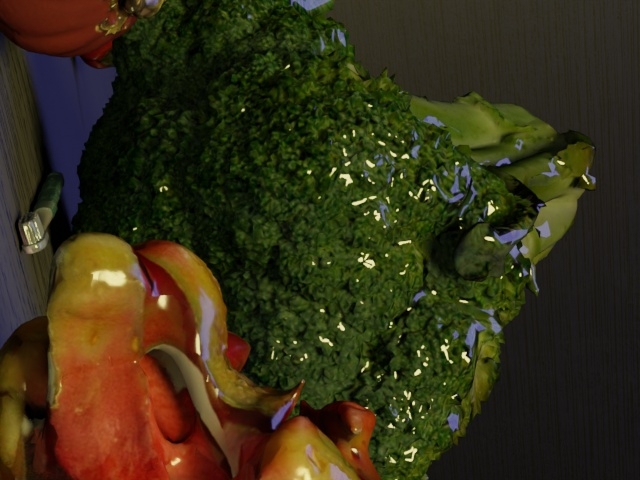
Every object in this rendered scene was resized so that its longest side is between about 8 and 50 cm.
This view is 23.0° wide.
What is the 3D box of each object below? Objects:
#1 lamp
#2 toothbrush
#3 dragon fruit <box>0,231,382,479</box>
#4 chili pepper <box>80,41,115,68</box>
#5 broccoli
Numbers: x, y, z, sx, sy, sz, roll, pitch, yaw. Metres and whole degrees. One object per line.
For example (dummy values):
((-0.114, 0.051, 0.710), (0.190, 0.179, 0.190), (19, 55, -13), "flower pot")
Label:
((-0.107, -0.128, 0.681), (0.101, 0.090, 0.101), (-53, 163, -24), "lamp")
((-0.128, -0.017, 0.725), (0.167, 0.011, 0.014), (-117, -169, -77), "toothbrush")
((-0.033, 0.092, 0.444), (0.133, 0.150, 0.207), (6, -64, 55), "dragon fruit")
((-0.160, -0.176, 1.232), (0.086, 0.084, 0.192), (14, 57, -58), "chili pepper")
((0.000, 0.000, 0.824), (0.303, 0.283, 0.321), (59, -32, 20), "broccoli")
